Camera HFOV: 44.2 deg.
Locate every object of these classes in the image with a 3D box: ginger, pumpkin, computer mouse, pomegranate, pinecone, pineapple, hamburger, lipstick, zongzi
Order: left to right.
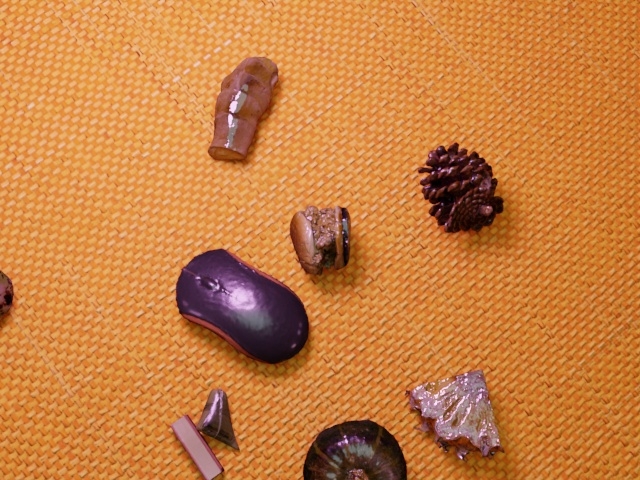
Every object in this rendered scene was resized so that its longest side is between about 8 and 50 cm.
[{"bbox_3d":[-0.737,0.117,1.693,0.125,0.163,0.138,-31,103,6],"label":"pomegranate"},{"bbox_3d":[-0.264,0.447,1.697,0.045,0.045,0.145,-34,81,-7],"label":"lipstick"},{"bbox_3d":[-0.205,0.388,1.721,0.113,0.052,0.104,33,61,-21],"label":"zongzi"},{"bbox_3d":[-0.186,-0.313,1.848,0.109,0.116,0.263,12,79,42],"label":"ginger"},{"bbox_3d":[-0.172,0.143,1.739,0.323,0.116,0.183,30,72,5],"label":"computer mouse"},{"bbox_3d":[0.000,0.000,1.751,0.131,0.185,0.159,-4,93,-7],"label":"hamburger"},{"bbox_3d":[0.072,0.484,1.652,0.223,0.157,0.224,0,95,0],"label":"pumpkin"},{"bbox_3d":[0.314,-0.126,1.795,0.168,0.185,0.213,-21,58,16],"label":"pinecone"},{"bbox_3d":[0.305,0.368,1.714,0.236,0.114,0.186,37,78,9],"label":"pineapple"}]
